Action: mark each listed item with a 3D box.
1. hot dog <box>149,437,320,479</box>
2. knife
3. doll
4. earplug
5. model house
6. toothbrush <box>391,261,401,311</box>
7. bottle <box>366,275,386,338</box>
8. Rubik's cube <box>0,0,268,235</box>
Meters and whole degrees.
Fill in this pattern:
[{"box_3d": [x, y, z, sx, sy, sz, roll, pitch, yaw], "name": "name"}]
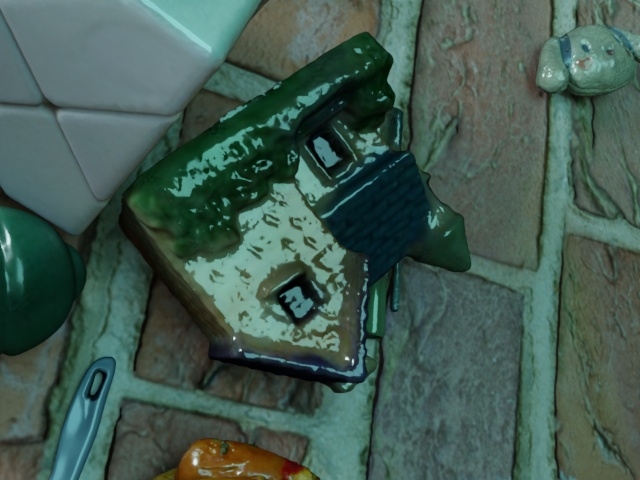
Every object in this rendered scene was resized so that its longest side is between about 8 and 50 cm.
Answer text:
[{"box_3d": [-0.051, 0.290, 0.821, 0.256, 0.150, 0.153, 42, 73, -12], "name": "hot dog"}, {"box_3d": [-0.260, 0.254, 0.793, 0.044, 0.019, 0.313, 21, 70, -13], "name": "knife"}, {"box_3d": [0.390, -0.258, 1.213, 0.214, 0.071, 0.104, -17, 73, -20], "name": "doll"}, {"box_3d": [-0.346, 0.002, 0.732, 0.280, 0.164, 0.258, 1, 69, -33], "name": "earplug"}, {"box_3d": [0.000, 0.000, 0.854, 0.312, 0.245, 0.280, -37, 91, -19], "name": "model house"}, {"box_3d": [0.097, 0.005, 1.032, 0.011, 0.014, 0.167, 15, 71, -32], "name": "toothbrush"}, {"box_3d": [0.062, 0.072, 0.989, 0.030, 0.030, 0.083, 12, 72, -24], "name": "bottle"}, {"box_3d": [-0.221, -0.254, 0.731, 0.321, 0.318, 0.316, 34, 50, -17], "name": "Rubik's cube"}]
